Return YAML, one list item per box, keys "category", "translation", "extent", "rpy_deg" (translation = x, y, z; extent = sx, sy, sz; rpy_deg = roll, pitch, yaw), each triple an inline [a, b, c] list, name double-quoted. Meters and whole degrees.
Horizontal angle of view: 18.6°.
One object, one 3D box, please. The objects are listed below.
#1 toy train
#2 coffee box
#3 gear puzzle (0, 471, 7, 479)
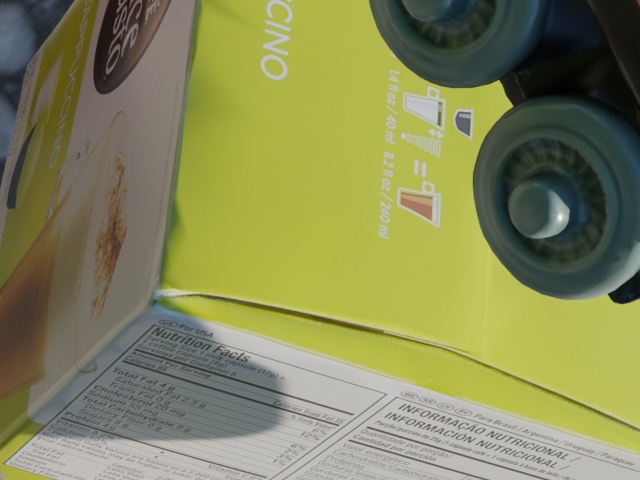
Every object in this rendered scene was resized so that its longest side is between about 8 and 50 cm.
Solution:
- category: "toy train"
  translation: [0.115, -0.127, 0.711]
  extent: [0.142, 0.190, 0.334]
  rpy_deg: [-20, 83, -49]
- category: "coffee box"
  translation: [0.000, 0.000, 1.214]
  extent: [0.338, 0.334, 0.338]
  rpy_deg: [18, 58, -22]
- category: "gear puzzle"
  translation: [-0.094, 0.134, 0.374]
  extent: [0.339, 0.044, 0.175]
  rpy_deg: [46, 56, 6]
